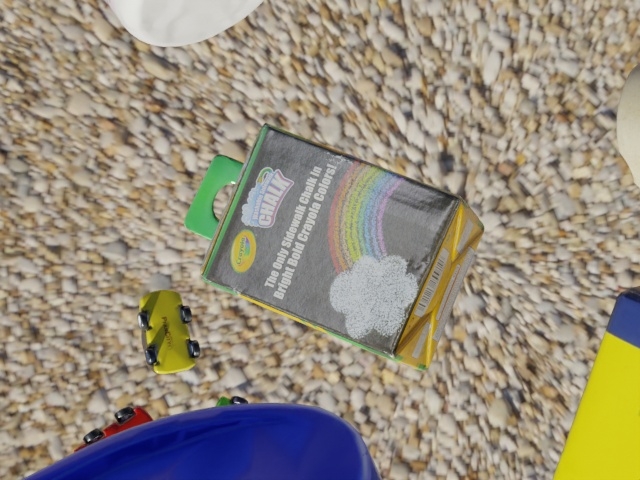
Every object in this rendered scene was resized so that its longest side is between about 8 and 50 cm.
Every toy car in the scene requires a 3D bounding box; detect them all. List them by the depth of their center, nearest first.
[{"bbox_3d":[-0.143,0.199,1.425,0.225,0.053,0.239,24,67,-9],"label":"toy car"}]

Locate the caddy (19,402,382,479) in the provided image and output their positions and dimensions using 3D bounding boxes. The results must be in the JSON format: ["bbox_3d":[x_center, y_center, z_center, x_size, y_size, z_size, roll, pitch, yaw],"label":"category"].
[{"bbox_3d":[-0.062,0.213,0.402,0.341,0.241,0.179,-26,128,-16],"label":"caddy"}]

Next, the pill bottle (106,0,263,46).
[{"bbox_3d":[-0.163,-0.325,1.052,0.169,0.169,0.301,-36,72,5],"label":"pill bottle"}]

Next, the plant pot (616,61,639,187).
[{"bbox_3d":[0.564,-0.150,1.597,0.334,0.305,0.333,-4,98,-33],"label":"plant pot"}]

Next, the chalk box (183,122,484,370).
[{"bbox_3d":[0.000,0.000,0.971,0.213,0.132,0.132,23,87,19],"label":"chalk box"}]

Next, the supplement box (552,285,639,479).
[{"bbox_3d":[0.235,0.214,0.696,0.195,0.194,0.356,28,111,36],"label":"supplement box"}]
